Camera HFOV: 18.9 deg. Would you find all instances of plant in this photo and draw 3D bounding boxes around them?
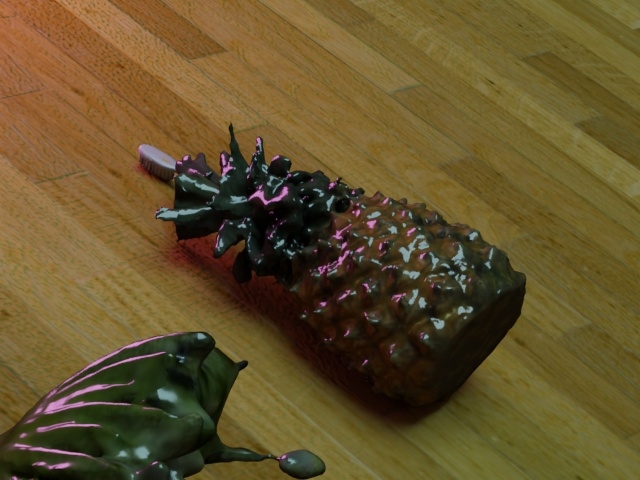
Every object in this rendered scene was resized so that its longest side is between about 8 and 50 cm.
[{"bbox_3d":[-0.200,0.169,1.329,0.333,0.180,0.251,-3,28,27],"label":"plant"}]

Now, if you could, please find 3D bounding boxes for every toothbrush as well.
[{"bbox_3d":[-0.059,-0.018,1.744,0.257,0.024,0.018,30,52,14],"label":"toothbrush"}]

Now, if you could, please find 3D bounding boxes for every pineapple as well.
[{"bbox_3d":[0.000,0.000,1.625,0.340,0.169,0.169,34,33,22],"label":"pineapple"}]
